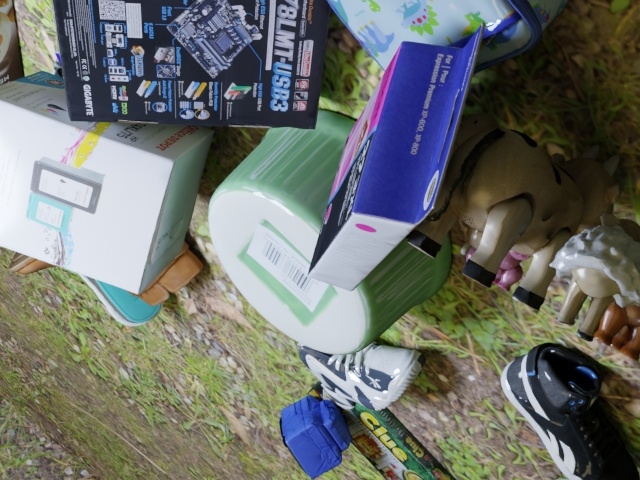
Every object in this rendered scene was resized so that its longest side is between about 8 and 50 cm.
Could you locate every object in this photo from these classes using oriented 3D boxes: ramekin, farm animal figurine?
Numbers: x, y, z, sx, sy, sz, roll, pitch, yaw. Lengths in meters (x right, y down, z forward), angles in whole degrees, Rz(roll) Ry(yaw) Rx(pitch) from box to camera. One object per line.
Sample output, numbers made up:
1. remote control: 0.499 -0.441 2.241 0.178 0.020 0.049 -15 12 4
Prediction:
1. ramekin: 0.000 0.000 1.403 0.303 0.148 0.303 31 146 24
2. farm animal figurine: 0.198 -0.036 1.084 0.330 0.172 0.327 29 -176 24

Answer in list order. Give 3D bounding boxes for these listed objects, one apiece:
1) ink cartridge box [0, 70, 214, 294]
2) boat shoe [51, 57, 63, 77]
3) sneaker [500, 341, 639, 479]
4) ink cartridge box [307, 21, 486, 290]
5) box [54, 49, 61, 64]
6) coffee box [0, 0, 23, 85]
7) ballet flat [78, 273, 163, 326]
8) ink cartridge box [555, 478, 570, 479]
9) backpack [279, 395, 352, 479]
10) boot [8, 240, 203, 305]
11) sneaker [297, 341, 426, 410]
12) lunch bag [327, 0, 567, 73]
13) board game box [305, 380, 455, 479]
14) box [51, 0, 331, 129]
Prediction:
1. ink cartridge box: -0.314 -0.084 1.507 0.270 0.198 0.197 19 109 4
2. boat shoe: -0.345 -0.247 1.607 0.079 0.081 0.227 47 150 -1
3. sneaker: 0.318 0.218 1.330 0.217 0.079 0.121 46 151 5
4. ink cartridge box: 0.063 -0.071 1.086 0.069 0.176 0.371 18 165 -7
5. box: -0.252 -0.244 1.455 0.137 0.126 0.072 15 139 42
6. coffee box: -0.554 -0.318 1.728 0.098 0.141 0.246 36 149 17
7. ballet flat: -0.413 -0.022 1.926 0.139 0.139 0.400 -1 126 51
8. ink cartridge box: 0.380 0.377 1.443 0.127 0.072 0.175 53 149 -11
9. backpack: -0.008 0.304 1.761 0.098 0.101 0.120 63 178 -19
10. boot: -0.352 0.030 1.821 0.283 0.109 0.220 -31 125 24
11. sneaker: 0.041 0.161 1.590 0.153 0.094 0.235 43 160 -10
12. lunch bag: 0.115 -0.235 1.051 0.176 0.090 0.219 49 151 -17
13. board game box: 0.095 0.315 1.768 0.260 0.030 0.136 46 147 2
14. box: -0.137 -0.243 1.207 0.293 0.073 0.295 0 144 -6
